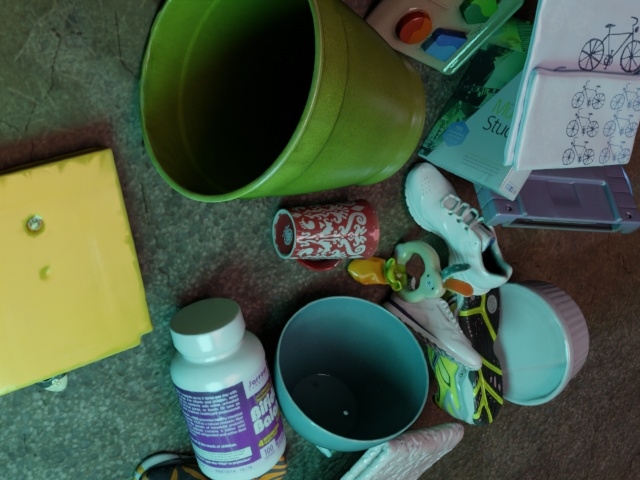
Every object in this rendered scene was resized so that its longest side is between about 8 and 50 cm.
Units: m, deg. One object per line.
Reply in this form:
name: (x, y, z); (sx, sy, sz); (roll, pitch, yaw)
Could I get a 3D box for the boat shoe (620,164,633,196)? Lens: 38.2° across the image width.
boat shoe: (0.607, -0.159, 2.056); (0.089, 0.109, 0.258); (-38, 111, -7)

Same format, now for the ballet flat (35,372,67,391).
ballet flat: (-0.459, 0.187, 1.470); (0.057, 0.049, 0.173); (-39, 128, -13)

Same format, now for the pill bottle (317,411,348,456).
pill bottle: (0.037, 0.384, 1.904); (0.116, 0.065, 0.065); (-43, 129, -13)

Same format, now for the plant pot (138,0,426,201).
plant pot: (-0.025, -0.222, 1.428); (0.353, 0.366, 0.366); (7, 107, -49)

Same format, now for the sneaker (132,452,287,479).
sneaker: (-0.174, 0.474, 1.719); (0.321, 0.180, 0.125); (-2, 112, -35)

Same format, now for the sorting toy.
sorting toy: (0.250, -0.426, 1.606); (0.229, 0.041, 0.307); (18, 131, -38)

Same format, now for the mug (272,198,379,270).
mug: (0.005, 0.001, 1.680); (0.169, 0.113, 0.150); (-3, 111, -31)

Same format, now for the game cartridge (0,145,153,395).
game cartridge: (-0.418, 0.045, 1.397); (0.285, 0.052, 0.324); (-18, 110, -28)

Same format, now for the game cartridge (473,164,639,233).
game cartridge: (0.461, -0.130, 1.847); (0.355, 0.230, 0.068); (2, 154, -24)

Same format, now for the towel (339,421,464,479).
towel: (0.126, 0.501, 1.906); (0.317, 0.053, 0.332); (-51, 153, 20)

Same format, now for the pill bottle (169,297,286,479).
pill bottle: (-0.168, 0.260, 1.628); (0.169, 0.169, 0.301); (-25, 119, -25)

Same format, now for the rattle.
rattle: (0.176, 0.061, 1.766); (0.142, 0.199, 0.130); (29, 89, -38)

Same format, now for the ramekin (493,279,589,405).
ramekin: (0.455, 0.210, 2.004); (0.127, 0.273, 0.273); (-15, 119, -42)

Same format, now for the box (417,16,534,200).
box: (0.348, -0.256, 1.725); (0.058, 0.232, 0.322); (31, 90, -42)

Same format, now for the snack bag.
snack bag: (0.475, -0.292, 1.624); (0.323, 0.037, 0.343); (-4, 112, -34)

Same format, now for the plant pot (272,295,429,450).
plant pot: (0.034, 0.277, 1.749); (0.290, 0.290, 0.195); (-17, 155, -29)

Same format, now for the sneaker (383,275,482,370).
sneaker: (0.237, 0.168, 1.849); (0.095, 0.235, 0.090); (-47, 161, -11)

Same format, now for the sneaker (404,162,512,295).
sneaker: (0.277, -0.032, 1.801); (0.111, 0.129, 0.297); (-40, 99, -25)

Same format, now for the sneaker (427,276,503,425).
sneaker: (0.288, 0.195, 1.951); (0.145, 0.147, 0.385); (-1, 91, -47)
